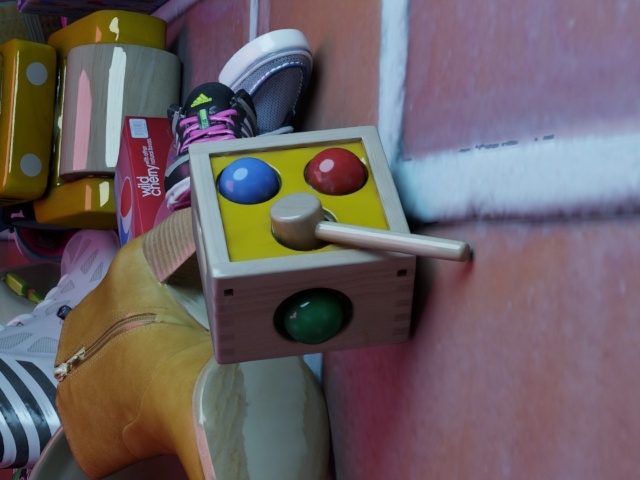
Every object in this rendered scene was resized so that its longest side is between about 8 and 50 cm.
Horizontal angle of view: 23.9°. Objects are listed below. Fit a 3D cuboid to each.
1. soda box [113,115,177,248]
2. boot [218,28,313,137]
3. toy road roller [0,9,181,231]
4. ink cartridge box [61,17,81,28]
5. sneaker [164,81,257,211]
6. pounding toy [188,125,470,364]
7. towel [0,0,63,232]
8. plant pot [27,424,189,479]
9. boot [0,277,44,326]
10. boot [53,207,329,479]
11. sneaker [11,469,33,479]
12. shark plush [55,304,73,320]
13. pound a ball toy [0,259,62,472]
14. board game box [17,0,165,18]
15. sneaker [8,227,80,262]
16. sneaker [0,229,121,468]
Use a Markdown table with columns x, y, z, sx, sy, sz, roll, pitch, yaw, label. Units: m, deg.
| x | y | z | sx | sy | sz | roll | pitch | yaw | label |
| --- | --- | --- | --- | --- | --- | --- | --- | --- | --- |
| -0.122 | 0.007 | 1.294 | 0.263 | 0.083 | 0.092 | -105 | 24 | -47 | soda box |
| -0.038 | -0.066 | 1.077 | 0.086 | 0.069 | 0.190 | 67 | 155 | 20 | boot |
| -0.311 | -0.120 | 1.558 | 0.329 | 0.241 | 0.202 | -7 | 79 | 56 | toy road roller |
| -0.305 | -0.354 | 2.006 | 0.371 | 0.069 | 0.175 | 119 | 149 | -61 | ink cartridge box |
| -0.071 | -0.063 | 0.967 | 0.170 | 0.063 | 0.075 | -63 | -40 | -83 | sneaker |
| 0.000 | 0.000 | 0.834 | 0.141 | 0.130 | 0.100 | -105 | 11 | -45 | pounding toy |
| -0.393 | -0.153 | 1.834 | 0.370 | 0.040 | 0.271 | -34 | -66 | -66 | towel |
| -0.128 | 0.226 | 1.158 | 0.237 | 0.110 | 0.237 | -29 | 45 | 34 | plant pot |
| -0.343 | 0.084 | 1.812 | 0.095 | 0.203 | 0.262 | 106 | 154 | -59 | boot |
| -0.103 | 0.126 | 1.051 | 0.211 | 0.104 | 0.295 | -44 | 45 | 37 | boot |
| -0.270 | 0.388 | 1.707 | 0.146 | 0.134 | 0.343 | -46 | 53 | 57 | sneaker |
| -0.157 | 0.101 | 1.307 | 0.067 | 0.161 | 0.073 | -43 | 49 | 22 | shark plush |
| -0.337 | 0.212 | 1.969 | 0.208 | 0.136 | 0.319 | 31 | 121 | 42 | pound a ball toy |
| -0.240 | -0.327 | 1.632 | 0.275 | 0.144 | 0.142 | -177 | 90 | -73 | board game box |
| -0.377 | -0.026 | 2.108 | 0.295 | 0.124 | 0.178 | 111 | 165 | -44 | sneaker |
| -0.295 | 0.091 | 1.555 | 0.447 | 0.257 | 0.169 | -122 | 38 | -63 | sneaker |
